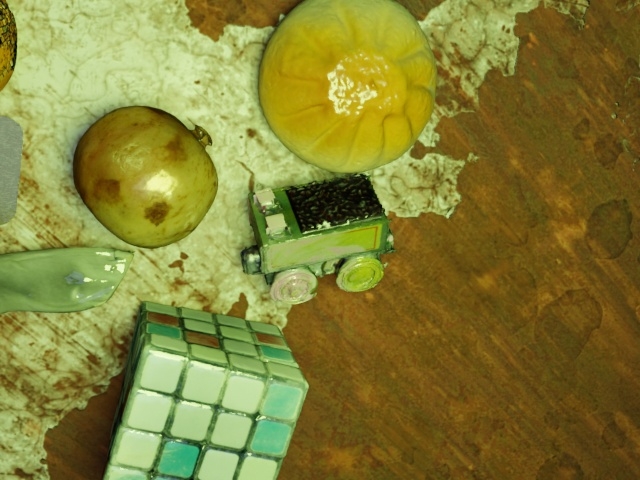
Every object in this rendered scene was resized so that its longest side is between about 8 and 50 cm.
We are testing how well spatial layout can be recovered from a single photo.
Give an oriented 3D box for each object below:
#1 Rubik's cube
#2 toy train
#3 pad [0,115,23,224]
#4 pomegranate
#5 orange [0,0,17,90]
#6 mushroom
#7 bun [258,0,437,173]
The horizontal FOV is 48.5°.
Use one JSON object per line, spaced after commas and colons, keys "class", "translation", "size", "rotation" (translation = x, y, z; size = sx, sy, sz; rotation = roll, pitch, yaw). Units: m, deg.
{"class": "Rubik's cube", "translation": [-0.193, 0.267, 1.140], "size": [0.259, 0.253, 0.256], "rotation": [14, 99, -17]}
{"class": "toy train", "translation": [0.000, 0.000, 1.156], "size": [0.261, 0.134, 0.177], "rotation": [-11, 140, -11]}
{"class": "pad", "translation": [-0.601, -0.120, 1.087], "size": [0.266, 0.002, 0.176], "rotation": [7, 101, -14]}
{"class": "pomegranate", "translation": [-0.252, -0.100, 1.063], "size": [0.215, 0.215, 0.215], "rotation": [-3, 103, -12]}
{"class": "orange", "translation": [-0.541, -0.282, 0.973], "size": [0.235, 0.182, 0.234], "rotation": [-5, 106, -18]}
{"class": "mushroom", "translation": [-0.468, 0.072, 1.119], "size": [0.352, 0.097, 0.109], "rotation": [-9, 102, -7]}
{"class": "bun", "translation": [0.056, -0.247, 1.126], "size": [0.299, 0.165, 0.298], "rotation": [-3, 105, -12]}
